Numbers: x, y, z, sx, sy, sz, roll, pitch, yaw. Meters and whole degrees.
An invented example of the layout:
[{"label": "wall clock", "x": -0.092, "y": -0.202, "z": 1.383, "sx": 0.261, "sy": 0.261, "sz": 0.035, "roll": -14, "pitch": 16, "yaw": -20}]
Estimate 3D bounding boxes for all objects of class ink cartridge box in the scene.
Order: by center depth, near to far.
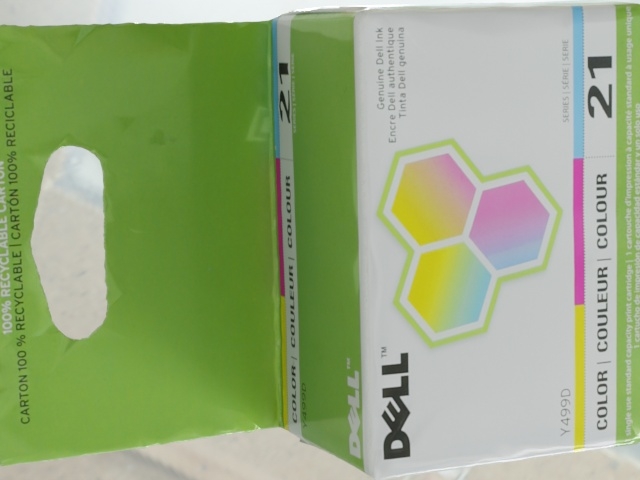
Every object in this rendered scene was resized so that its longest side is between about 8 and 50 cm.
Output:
[{"label": "ink cartridge box", "x": 0.000, "y": 0.000, "z": 0.689, "sx": 0.097, "sy": 0.255, "sz": 0.189, "roll": -166, "pitch": -107, "yaw": -65}]
